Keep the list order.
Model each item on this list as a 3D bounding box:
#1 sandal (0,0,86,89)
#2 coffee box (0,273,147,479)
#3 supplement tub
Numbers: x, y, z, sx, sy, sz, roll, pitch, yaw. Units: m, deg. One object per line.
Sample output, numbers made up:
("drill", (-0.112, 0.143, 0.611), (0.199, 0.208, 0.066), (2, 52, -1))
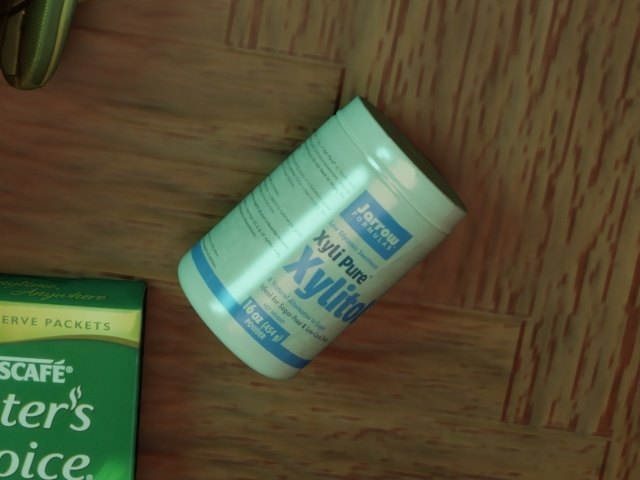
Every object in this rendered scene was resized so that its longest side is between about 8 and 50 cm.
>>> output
("sandal", (-0.083, -0.140, 0.621), (0.049, 0.072, 0.180), (16, 101, -29))
("coffee box", (-0.137, 0.105, 0.695), (0.113, 0.040, 0.184), (6, 106, -4))
("supplement tub", (0.000, 0.000, 0.656), (0.107, 0.071, 0.071), (-43, 103, 10))
